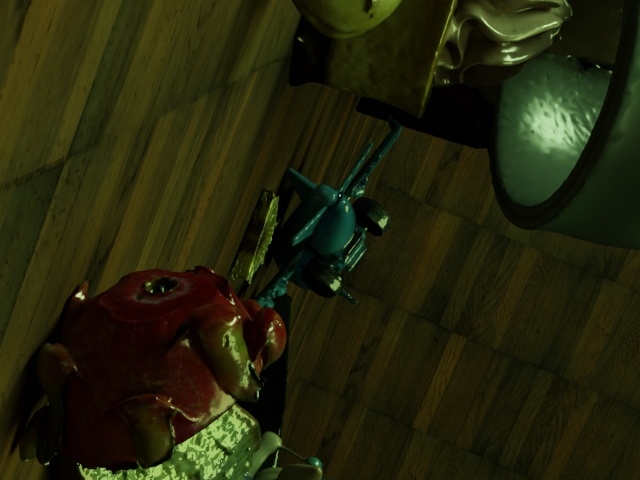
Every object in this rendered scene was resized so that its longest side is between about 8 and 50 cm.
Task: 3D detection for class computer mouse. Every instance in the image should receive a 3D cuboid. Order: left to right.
[{"bbox_3d":[-0.083,0.179,1.489,0.295,0.087,0.168,-84,-175,-55],"label":"computer mouse"}]

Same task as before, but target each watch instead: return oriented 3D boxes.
[{"bbox_3d":[0.258,-0.166,1.208,0.327,0.314,0.335,-103,-152,-56],"label":"watch"}]

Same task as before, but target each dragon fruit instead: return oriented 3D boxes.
[{"bbox_3d":[-0.082,0.048,0.685,0.068,0.126,0.112,63,38,-24],"label":"dragon fruit"}]

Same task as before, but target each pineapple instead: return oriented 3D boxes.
[{"bbox_3d":[-0.052,-0.004,1.262,0.045,0.019,0.083,-18,128,-81],"label":"pineapple"}]

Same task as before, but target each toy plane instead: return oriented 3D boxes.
[{"bbox_3d":[0.000,0.000,1.456,0.254,0.105,0.271,-51,167,-18],"label":"toy plane"}]

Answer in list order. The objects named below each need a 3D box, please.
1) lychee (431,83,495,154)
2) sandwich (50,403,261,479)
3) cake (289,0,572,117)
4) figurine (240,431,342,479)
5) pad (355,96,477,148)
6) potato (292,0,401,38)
[{"bbox_3d":[0.290,-0.246,1.618,0.500,0.424,0.425,102,11,-46],"label":"lychee"},{"bbox_3d":[-0.098,0.134,0.905,0.094,0.096,0.258,-61,172,-15],"label":"sandwich"},{"bbox_3d":[0.093,-0.176,1.111,0.185,0.178,0.208,-52,168,-79],"label":"cake"},{"bbox_3d":[-0.027,0.225,1.113,0.158,0.275,0.161,-18,135,-64],"label":"figurine"},{"bbox_3d":[0.161,-0.238,1.823,0.004,0.163,0.243,65,46,-67],"label":"pad"},{"bbox_3d":[0.031,-0.197,0.834,0.171,0.080,0.107,-66,164,2],"label":"potato"}]
